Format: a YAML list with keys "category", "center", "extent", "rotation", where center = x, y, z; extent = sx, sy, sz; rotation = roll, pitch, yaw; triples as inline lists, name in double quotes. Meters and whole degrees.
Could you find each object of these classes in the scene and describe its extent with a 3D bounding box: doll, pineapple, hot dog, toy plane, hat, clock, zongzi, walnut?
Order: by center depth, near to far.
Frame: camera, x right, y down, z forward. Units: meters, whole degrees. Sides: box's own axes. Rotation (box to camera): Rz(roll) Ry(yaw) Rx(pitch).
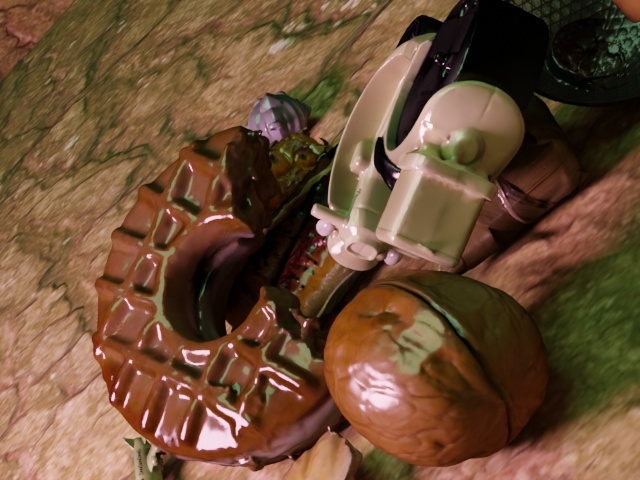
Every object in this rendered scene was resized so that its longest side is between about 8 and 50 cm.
- category: "walnut"
  center: [0.094, 0.105, 1.222]
  extent: [0.167, 0.167, 0.207]
  rotation: [-53, 29, -13]
- category: "clock"
  center: [0.095, -0.099, 1.398]
  extent: [0.379, 0.120, 0.276]
  rotation: [-178, 112, -81]
- category: "zongzi"
  center: [0.167, -0.054, 1.431]
  extent: [0.176, 0.078, 0.160]
  rotation: [-47, 19, 19]
- category: "hat"
  center: [0.269, -0.184, 1.455]
  extent: [0.193, 0.082, 0.193]
  rotation: [-4, 55, 6]
- category: "toy plane"
  center: [-0.182, 0.239, 1.560]
  extent: [0.111, 0.040, 0.102]
  rotation: [56, 132, 53]
- category: "hot dog"
  center: [0.000, 0.000, 1.586]
  extent: [0.270, 0.082, 0.162]
  rotation: [-53, 29, -14]
- category: "pineapple"
  center: [-0.070, -0.049, 1.688]
  extent: [0.225, 0.076, 0.225]
  rotation: [-50, -1, -1]
- category: "doll"
  center: [-0.057, -0.159, 1.898]
  extent: [0.094, 0.079, 0.180]
  rotation: [-20, 16, 1]

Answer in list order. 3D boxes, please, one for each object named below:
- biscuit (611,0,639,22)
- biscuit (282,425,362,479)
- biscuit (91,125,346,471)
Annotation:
- category: "biscuit"
  center: [0.392, -0.306, 1.307]
  extent: [0.355, 0.052, 0.275]
  rotation: [-40, 4, -39]
- category: "biscuit"
  center: [0.005, 0.245, 1.269]
  extent: [0.118, 0.061, 0.183]
  rotation: [-42, 25, 14]
- category: "biscuit"
  center: [-0.104, 0.075, 1.484]
  extent: [0.268, 0.115, 0.366]
  rotation: [-37, 51, 20]
